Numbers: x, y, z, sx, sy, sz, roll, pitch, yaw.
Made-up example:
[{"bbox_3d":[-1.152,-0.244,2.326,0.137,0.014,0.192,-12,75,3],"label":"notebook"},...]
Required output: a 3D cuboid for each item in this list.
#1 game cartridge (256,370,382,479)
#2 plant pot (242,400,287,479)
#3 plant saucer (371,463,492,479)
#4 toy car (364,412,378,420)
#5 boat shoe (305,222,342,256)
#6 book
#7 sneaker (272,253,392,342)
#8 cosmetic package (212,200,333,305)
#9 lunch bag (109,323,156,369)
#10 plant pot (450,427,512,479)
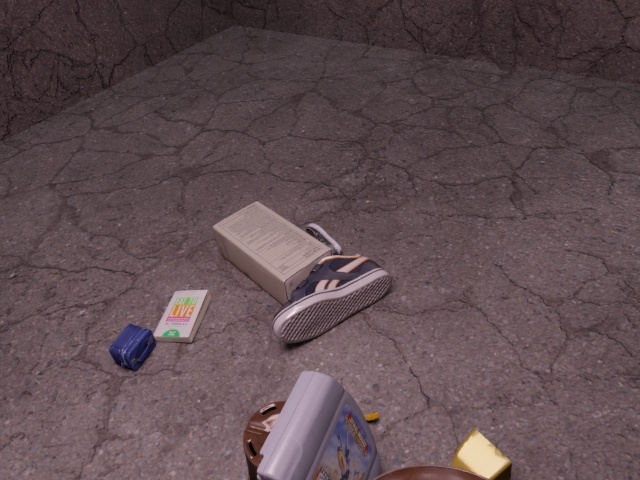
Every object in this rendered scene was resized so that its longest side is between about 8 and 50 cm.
[{"bbox_3d":[0.015,0.354,0.801,0.062,0.297,0.198,1,40,35],"label":"game cartridge"},{"bbox_3d":[-0.059,0.376,0.886,0.167,0.165,0.166,-5,41,4],"label":"plant pot"},{"bbox_3d":[0.177,0.451,0.726,0.311,0.050,0.310,0,20,0],"label":"plant saucer"},{"bbox_3d":[0.072,0.383,0.972,0.122,0.060,0.041,-26,-3,-44],"label":"toy car"},{"bbox_3d":[0.000,0.000,1.402,0.040,0.049,0.142,-31,48,-24],"label":"boat shoe"},{"bbox_3d":[-0.337,0.185,1.253,0.097,0.035,0.144,-1,42,13],"label":"book"},{"bbox_3d":[0.008,0.127,1.199,0.321,0.126,0.127,-21,46,-31],"label":"sneaker"},{"bbox_3d":[-0.125,0.030,1.336,0.160,0.113,0.310,-33,48,-27],"label":"cosmetic package"},{"bbox_3d":[-0.425,0.245,1.165,0.065,0.067,0.098,9,44,19],"label":"lunch bag"},{"bbox_3d":[0.270,0.396,0.885,0.083,0.081,0.081,-38,48,-15],"label":"plant pot"}]
